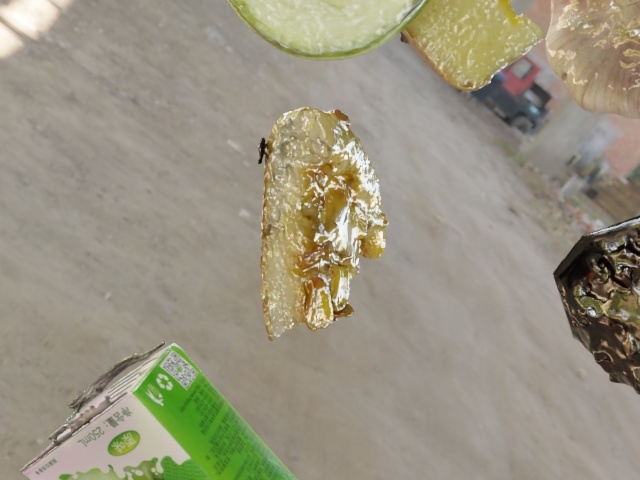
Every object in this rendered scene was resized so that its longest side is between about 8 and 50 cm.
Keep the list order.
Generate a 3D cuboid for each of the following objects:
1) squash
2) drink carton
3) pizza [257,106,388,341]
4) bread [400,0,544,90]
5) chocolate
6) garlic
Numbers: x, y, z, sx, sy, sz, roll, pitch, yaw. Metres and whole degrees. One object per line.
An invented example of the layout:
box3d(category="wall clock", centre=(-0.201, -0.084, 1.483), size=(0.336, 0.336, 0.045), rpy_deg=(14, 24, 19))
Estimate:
box3d(category="squash", centre=(0.009, -0.320, 1.120), size=(0.252, 0.252, 0.049), rpy_deg=(40, 8, -1))
box3d(category="drink carton", centre=(-0.118, 0.237, 0.967), size=(0.271, 0.161, 0.108), rpy_deg=(50, 25, -9))
box3d(category="pizza", centre=(0.000, 0.000, 0.698), size=(0.063, 0.161, 0.182), rpy_deg=(12, -34, 19))
box3d(category="bread", centre=(0.155, -0.269, 1.226), size=(0.160, 0.140, 0.169), rpy_deg=(53, 3, -14))
box3d(category="chocolate", centre=(0.411, 0.107, 1.244), size=(0.177, 0.206, 0.224), rpy_deg=(-100, 167, -50))
box3d(category="garlic", centre=(0.389, -0.287, 1.289), size=(0.245, 0.245, 0.253), rpy_deg=(47, 0, 27))
